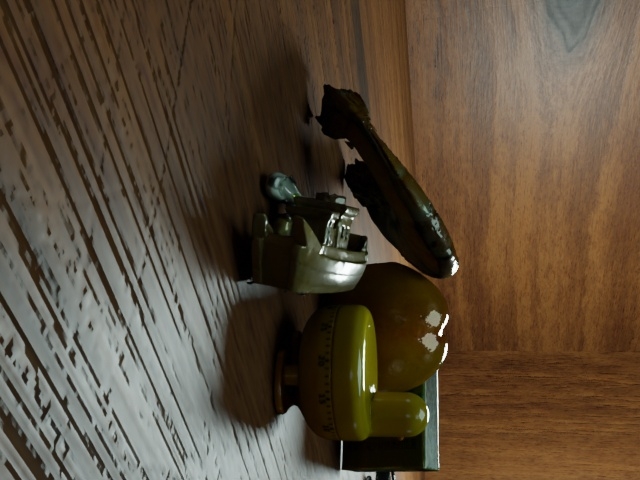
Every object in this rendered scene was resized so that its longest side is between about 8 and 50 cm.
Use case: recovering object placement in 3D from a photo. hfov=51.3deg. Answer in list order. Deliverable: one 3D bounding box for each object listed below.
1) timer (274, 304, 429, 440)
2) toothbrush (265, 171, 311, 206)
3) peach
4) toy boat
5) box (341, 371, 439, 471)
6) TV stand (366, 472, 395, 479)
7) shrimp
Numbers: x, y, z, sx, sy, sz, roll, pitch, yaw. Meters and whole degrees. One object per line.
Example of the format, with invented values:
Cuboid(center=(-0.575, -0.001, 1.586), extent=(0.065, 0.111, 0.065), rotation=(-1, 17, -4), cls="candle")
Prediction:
Cuboid(center=(0.028, 0.103, 0.517), extent=(0.107, 0.109, 0.107), rotation=(-2, 90, -79), cls="timer")
Cuboid(center=(-0.004, -0.025, 0.590), extent=(0.263, 0.026, 0.022), rotation=(31, 75, -77), cls="toothbrush")
Cuboid(center=(0.068, 0.091, 0.685), extent=(0.138, 0.138, 0.138), rotation=(-2, 90, -79), cls="peach")
Cuboid(center=(0.000, 0.000, 0.488), extent=(0.206, 0.064, 0.072), rotation=(12, 89, -76), cls="toy boat")
Cuboid(center=(0.078, 0.162, 0.763), extent=(0.030, 0.121, 0.193), rotation=(24, 60, -39), cls="box")
Cuboid(center=(0.077, 0.440, 0.905), extent=(0.036, 0.042, 0.249), rotation=(79, 14, -49), cls="TV stand")
Cuboid(center=(0.054, -0.075, 0.716), extent=(0.222, 0.054, 0.290), rotation=(55, 1, -24), cls="shrimp")
